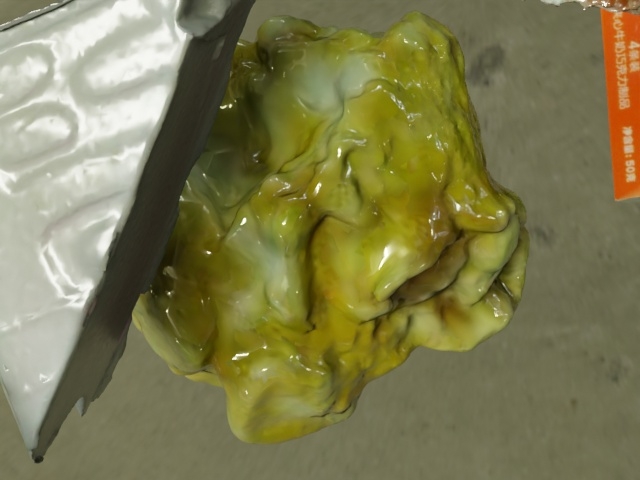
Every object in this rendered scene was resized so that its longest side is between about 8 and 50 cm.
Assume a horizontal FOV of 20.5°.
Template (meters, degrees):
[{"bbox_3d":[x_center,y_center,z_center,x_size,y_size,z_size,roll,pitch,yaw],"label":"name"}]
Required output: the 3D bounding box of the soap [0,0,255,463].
[{"bbox_3d":[-0.124,-0.036,1.213,0.258,0.159,0.302,-20,95,15],"label":"soap"}]

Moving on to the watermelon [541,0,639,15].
[{"bbox_3d":[0.217,-0.171,0.993,0.241,0.094,0.154,-1,93,34],"label":"watermelon"}]

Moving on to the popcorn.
[{"bbox_3d":[-0.004,-0.011,1.475,0.334,0.292,0.293,-22,59,6],"label":"popcorn"}]

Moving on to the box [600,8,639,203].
[{"bbox_3d":[0.382,-0.179,1.577,0.265,0.048,0.273,-7,84,27],"label":"box"}]
